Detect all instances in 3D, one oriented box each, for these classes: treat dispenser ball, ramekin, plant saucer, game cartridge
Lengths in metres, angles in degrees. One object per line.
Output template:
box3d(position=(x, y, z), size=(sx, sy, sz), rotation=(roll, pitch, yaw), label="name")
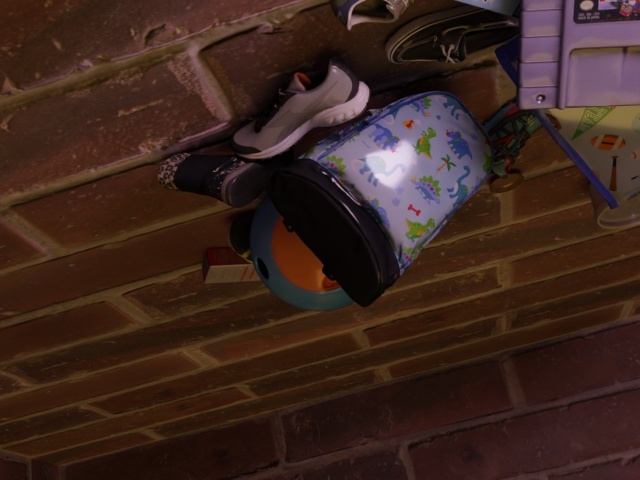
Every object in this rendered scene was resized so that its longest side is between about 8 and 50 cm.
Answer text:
box3d(position=(0.000, 0.000, 1.521), size=(0.288, 0.288, 0.288), rotation=(-10, 154, -5), label="treat dispenser ball")
box3d(position=(0.756, -0.125, 1.817), size=(0.207, 0.109, 0.207), rotation=(-10, 154, -5), label="ramekin")
box3d(position=(0.433, -0.139, 1.749), size=(0.083, 0.015, 0.083), rotation=(-11, 154, -5), label="plant saucer")
box3d(position=(0.458, -0.301, 1.042), size=(0.355, 0.068, 0.230), rotation=(0, 124, 11), label="game cartridge")

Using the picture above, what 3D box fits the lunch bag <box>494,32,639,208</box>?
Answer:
box3d(position=(0.510, -0.285, 1.213), size=(0.328, 0.239, 0.385), rotation=(-34, 134, 27), label="lunch bag")

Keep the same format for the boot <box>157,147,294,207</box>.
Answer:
box3d(position=(-0.170, -0.136, 1.402), size=(0.178, 0.085, 0.236), rotation=(12, -153, 25), label="boot")

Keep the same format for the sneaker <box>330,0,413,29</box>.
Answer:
box3d(position=(0.109, -0.355, 1.095), size=(0.192, 0.086, 0.064), rotation=(-12, 154, -2), label="sneaker")

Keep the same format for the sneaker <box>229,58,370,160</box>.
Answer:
box3d(position=(-0.051, -0.228, 1.288), size=(0.271, 0.100, 0.108), rotation=(-24, 129, 26), label="sneaker")

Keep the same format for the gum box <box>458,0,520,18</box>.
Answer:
box3d(position=(0.253, -0.408, 1.057), size=(0.184, 0.041, 0.157), rotation=(4, 131, -31), label="gum box")

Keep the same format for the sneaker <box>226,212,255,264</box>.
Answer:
box3d(position=(-0.045, 0.031, 1.739), size=(0.384, 0.145, 0.147), rotation=(13, 165, -27), label="sneaker")

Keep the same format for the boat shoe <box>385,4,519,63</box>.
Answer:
box3d(position=(0.214, -0.328, 1.213), size=(0.219, 0.070, 0.078), rotation=(-18, 153, 11), label="boat shoe")

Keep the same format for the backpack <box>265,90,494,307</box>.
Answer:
box3d(position=(0.136, -0.109, 1.330), size=(0.355, 0.290, 0.273), rotation=(-35, 176, -39), label="backpack")

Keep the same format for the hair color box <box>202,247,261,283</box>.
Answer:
box3d(position=(-0.197, 0.059, 1.818), size=(0.167, 0.053, 0.093), rotation=(-1, 150, -20), label="hair color box")

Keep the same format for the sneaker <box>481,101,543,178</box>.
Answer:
box3d(position=(0.373, -0.183, 1.510), size=(0.262, 0.125, 0.104), rotation=(-31, 149, 33), label="sneaker")
